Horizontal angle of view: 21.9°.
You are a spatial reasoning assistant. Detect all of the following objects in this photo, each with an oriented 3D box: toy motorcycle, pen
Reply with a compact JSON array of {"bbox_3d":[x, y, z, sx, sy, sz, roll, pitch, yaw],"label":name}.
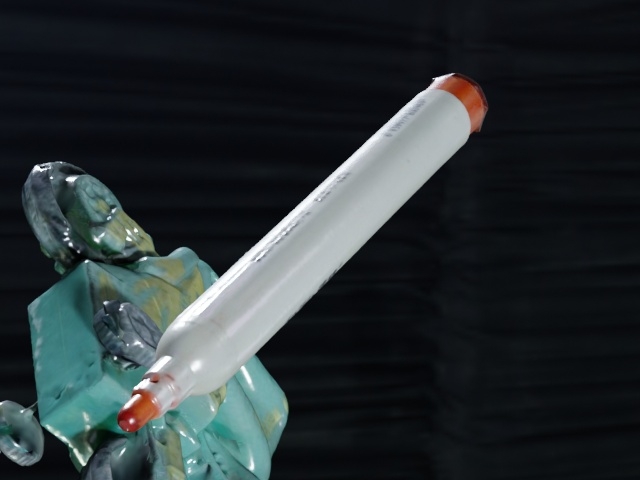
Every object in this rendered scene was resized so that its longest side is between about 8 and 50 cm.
[{"bbox_3d":[-0.094,0.089,0.956,0.109,0.198,0.296,-37,40,19],"label":"toy motorcycle"},{"bbox_3d":[0.000,0.000,0.524,0.026,0.218,0.026,16,125,24],"label":"pen"}]
